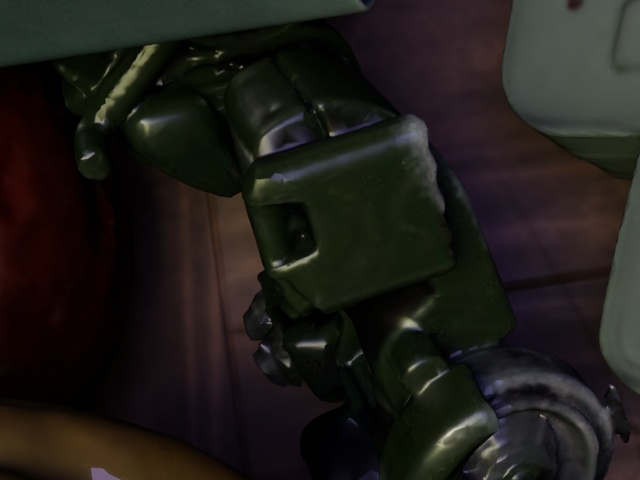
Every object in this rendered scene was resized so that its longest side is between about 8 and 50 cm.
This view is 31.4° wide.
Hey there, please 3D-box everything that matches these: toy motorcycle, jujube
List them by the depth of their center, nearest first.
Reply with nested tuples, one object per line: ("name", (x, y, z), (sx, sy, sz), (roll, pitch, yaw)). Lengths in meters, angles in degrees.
("toy motorcycle", (0.000, 0.000, 0.409), (0.127, 0.205, 0.275), (-28, 119, 0))
("jujube", (-0.165, -0.021, 0.483), (0.168, 0.168, 0.236), (-10, 70, 7))

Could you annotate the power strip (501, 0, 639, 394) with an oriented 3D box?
("power strip", (0.195, -0.057, 0.431), (0.229, 0.141, 0.261), (6, 82, 42))

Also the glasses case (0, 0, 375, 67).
("glasses case", (-0.108, -0.093, 0.371), (0.266, 0.056, 0.105), (-3, 44, 25))

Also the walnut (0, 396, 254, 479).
("walnut", (-0.092, 0.184, 0.350), (0.313, 0.277, 0.252), (20, 57, -2))
